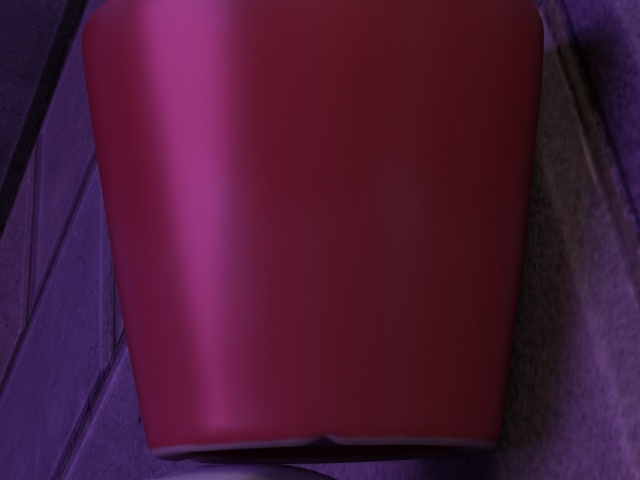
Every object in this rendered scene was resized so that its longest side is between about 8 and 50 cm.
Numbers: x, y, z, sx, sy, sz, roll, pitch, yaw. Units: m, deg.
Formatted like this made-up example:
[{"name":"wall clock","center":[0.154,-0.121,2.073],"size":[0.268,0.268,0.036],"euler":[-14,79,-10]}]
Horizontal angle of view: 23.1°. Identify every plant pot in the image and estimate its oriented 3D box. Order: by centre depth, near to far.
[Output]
[{"name":"plant pot","center":[0.000,0.000,0.885],"size":[0.275,0.275,0.243],"euler":[153,117,-66]}]

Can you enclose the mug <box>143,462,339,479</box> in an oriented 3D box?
[{"name":"mug","center":[-0.055,0.315,0.849],"size":[0.328,0.276,0.374],"euler":[-50,63,40]}]
